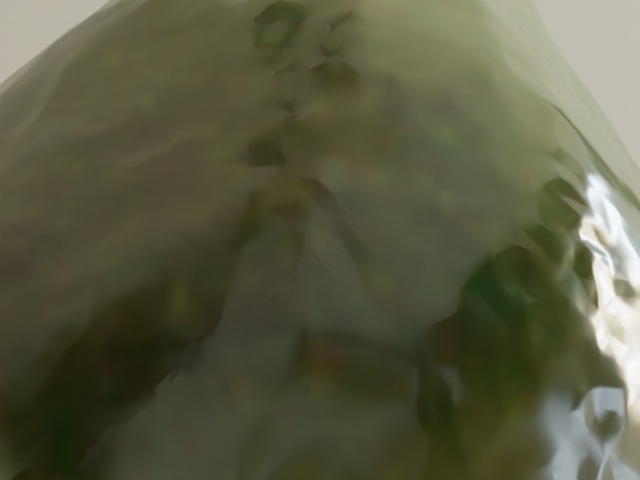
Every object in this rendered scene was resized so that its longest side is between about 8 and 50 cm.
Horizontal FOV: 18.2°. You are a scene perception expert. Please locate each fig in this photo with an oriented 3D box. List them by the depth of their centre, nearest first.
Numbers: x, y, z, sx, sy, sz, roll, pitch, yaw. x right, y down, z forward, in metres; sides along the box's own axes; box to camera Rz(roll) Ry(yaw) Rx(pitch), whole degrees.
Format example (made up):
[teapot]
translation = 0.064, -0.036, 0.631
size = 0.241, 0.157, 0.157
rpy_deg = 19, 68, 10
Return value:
[fig]
translation = 0.000, 0.000, 0.441
size = 0.206, 0.206, 0.275
rpy_deg = 21, -120, -23
